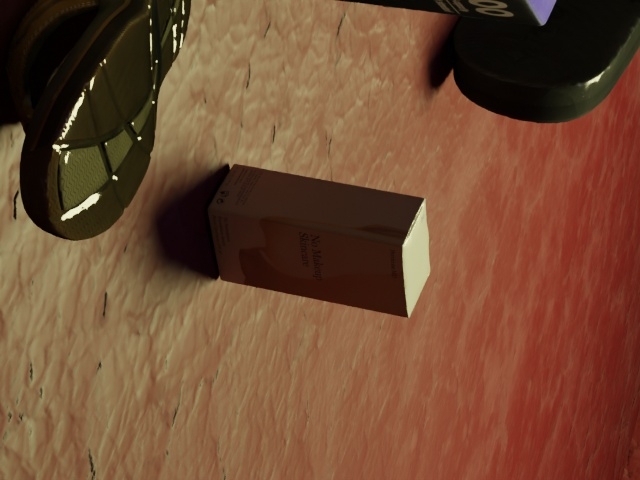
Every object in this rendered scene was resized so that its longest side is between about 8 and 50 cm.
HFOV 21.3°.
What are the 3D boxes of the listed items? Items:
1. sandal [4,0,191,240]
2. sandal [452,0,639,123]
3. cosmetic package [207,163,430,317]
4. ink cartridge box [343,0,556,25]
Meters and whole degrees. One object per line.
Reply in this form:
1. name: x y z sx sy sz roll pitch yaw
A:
1. sandal: -0.099 -0.081 0.716 0.219 0.060 0.090 -81 174 -47
2. sandal: 0.242 -0.261 1.415 0.446 0.167 0.107 -59 157 -44
3. cosmetic package: 0.000 0.000 0.939 0.060 0.115 0.041 81 27 -43
4. ink cartridge box: 0.055 -0.162 0.870 0.206 0.208 0.045 28 70 -70
